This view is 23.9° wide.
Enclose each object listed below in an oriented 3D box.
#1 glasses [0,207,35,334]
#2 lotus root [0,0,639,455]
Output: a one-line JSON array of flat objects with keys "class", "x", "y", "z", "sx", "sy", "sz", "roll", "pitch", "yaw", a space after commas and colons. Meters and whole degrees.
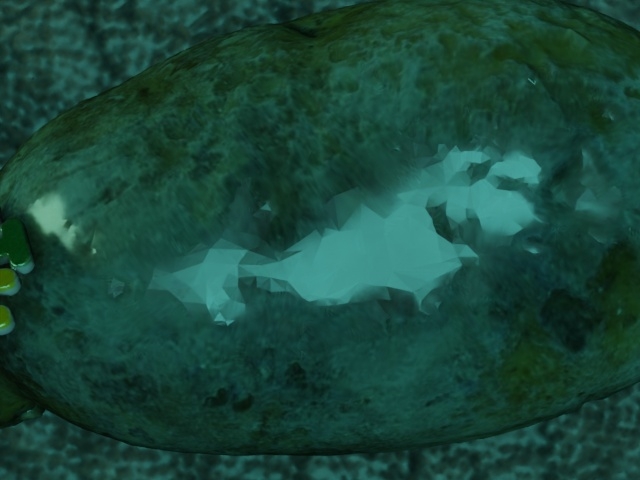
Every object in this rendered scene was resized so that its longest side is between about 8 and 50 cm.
[{"class": "glasses", "x": -0.178, "y": 0.019, "z": 0.566, "sx": 0.162, "sy": 0.255, "sz": 0.095, "roll": -32, "pitch": 135, "yaw": 4}, {"class": "lotus root", "x": 0.000, "y": -0.001, "z": 0.579, "sx": 0.350, "sy": 0.175, "sz": 0.175, "roll": -11, "pitch": 89, "yaw": 2}]
